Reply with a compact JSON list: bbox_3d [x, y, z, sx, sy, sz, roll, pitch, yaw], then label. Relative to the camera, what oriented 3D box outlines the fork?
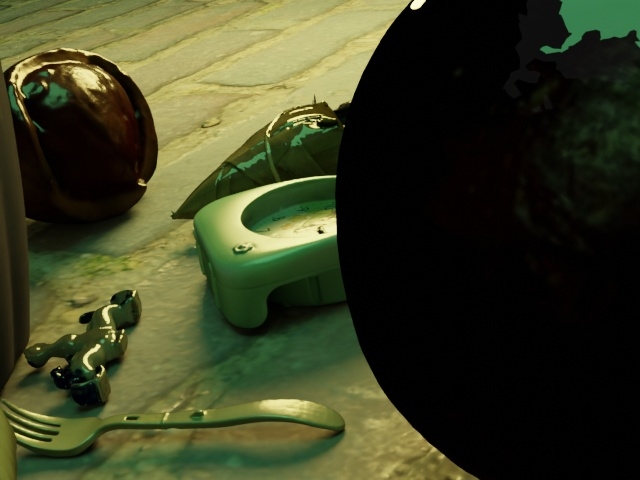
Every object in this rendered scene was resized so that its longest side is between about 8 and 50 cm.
[{"bbox_3d":[-0.093,0.112,0.576,0.219,0.029,0.034,-2,17,8],"label":"fork"}]

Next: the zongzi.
[{"bbox_3d":[-0.059,-0.077,0.925,0.178,0.081,0.189,-20,18,1],"label":"zongzi"}]

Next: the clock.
[{"bbox_3d":[0.000,-0.001,0.737,0.188,0.060,0.148,-14,23,-10],"label":"clock"}]

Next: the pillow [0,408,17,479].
[{"bbox_3d":[-0.225,0.180,0.342,0.255,0.120,0.322,-24,25,-15],"label":"pillow"}]

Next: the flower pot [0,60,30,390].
[{"bbox_3d":[-0.326,0.000,0.640,0.264,0.243,0.265,-6,24,3],"label":"flower pot"}]

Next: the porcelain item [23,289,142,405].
[{"bbox_3d":[-0.177,0.077,0.678,0.075,0.021,0.136,-8,24,5],"label":"porcelain item"}]

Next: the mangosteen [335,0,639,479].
[{"bbox_3d":[0.150,-0.004,0.414,0.296,0.297,0.313,-12,34,-4],"label":"mangosteen"}]

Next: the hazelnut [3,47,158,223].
[{"bbox_3d":[-0.250,-0.107,0.931,0.160,0.170,0.202,10,41,35],"label":"hazelnut"}]

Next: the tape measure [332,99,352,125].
[{"bbox_3d":[0.142,-0.129,0.932,0.351,0.098,0.215,-4,23,18],"label":"tape measure"}]
